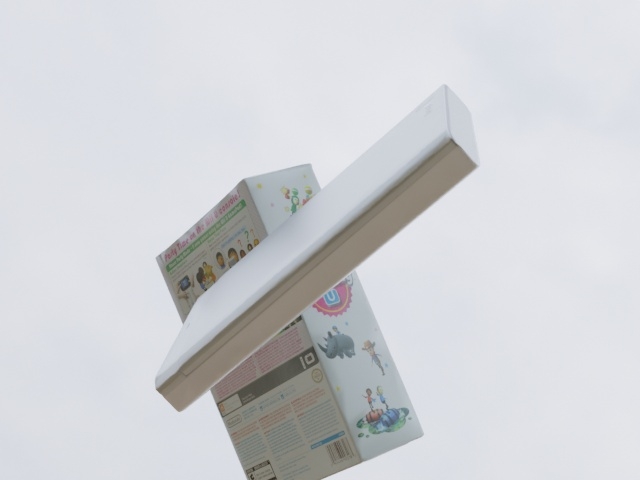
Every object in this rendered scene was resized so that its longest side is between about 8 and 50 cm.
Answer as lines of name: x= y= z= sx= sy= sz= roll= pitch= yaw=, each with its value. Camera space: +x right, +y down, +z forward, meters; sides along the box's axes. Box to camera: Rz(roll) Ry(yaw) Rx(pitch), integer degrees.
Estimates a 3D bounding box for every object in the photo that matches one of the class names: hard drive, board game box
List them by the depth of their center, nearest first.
hard drive: x=0.000 y=0.000 z=0.924 sx=0.307 sy=0.203 sz=0.040 roll=-41 pitch=-80 yaw=16
board game box: x=-0.041 y=0.104 z=1.173 sx=0.224 sy=0.097 sz=0.303 roll=-35 pitch=-105 yaw=50
